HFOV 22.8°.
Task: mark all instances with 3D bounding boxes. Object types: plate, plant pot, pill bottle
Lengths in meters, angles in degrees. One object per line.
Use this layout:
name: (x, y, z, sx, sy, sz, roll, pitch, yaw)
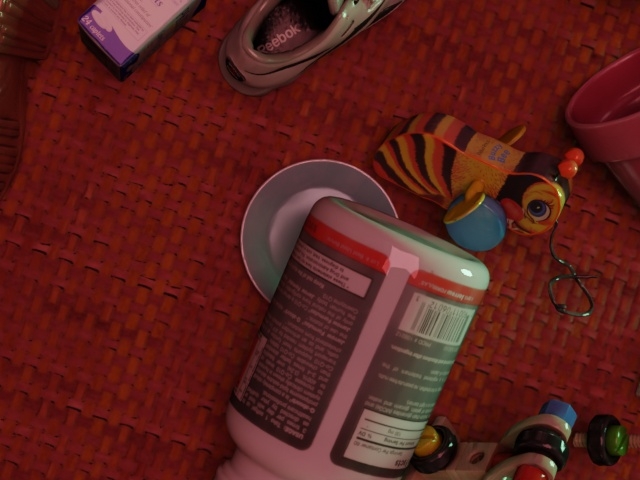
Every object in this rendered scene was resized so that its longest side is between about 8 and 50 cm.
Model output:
plate: (0.000, 0.000, 1.830, 0.188, 0.024, 0.188, 0, 90, -8)
plant pot: (0.407, -0.114, 1.815, 0.201, 0.201, 0.180, -34, 108, -7)
pill bottle: (0.021, 0.153, 1.724, 0.210, 0.210, 0.363, 23, 96, -7)

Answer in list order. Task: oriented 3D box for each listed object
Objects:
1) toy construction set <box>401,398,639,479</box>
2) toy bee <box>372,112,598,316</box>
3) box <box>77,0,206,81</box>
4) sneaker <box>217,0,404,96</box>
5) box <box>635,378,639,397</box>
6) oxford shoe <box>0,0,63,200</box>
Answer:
toy construction set: (0.198, 0.328, 1.775, 0.237, 0.257, 0.309, -3, 67, 35)
toy bee: (0.218, -0.068, 1.794, 0.298, 0.162, 0.195, 21, 42, -15)
box: (-0.195, -0.253, 1.757, 0.137, 0.126, 0.072, -44, 93, -6)
sneaker: (0.029, -0.290, 1.782, 0.122, 0.146, 0.330, 45, 82, -3)
box: (0.474, 0.166, 1.839, 0.170, 0.130, 0.091, 17, 87, -8)
oxford shoe: (-0.410, -0.149, 1.744, 0.146, 0.140, 0.397, 22, 90, 24)
